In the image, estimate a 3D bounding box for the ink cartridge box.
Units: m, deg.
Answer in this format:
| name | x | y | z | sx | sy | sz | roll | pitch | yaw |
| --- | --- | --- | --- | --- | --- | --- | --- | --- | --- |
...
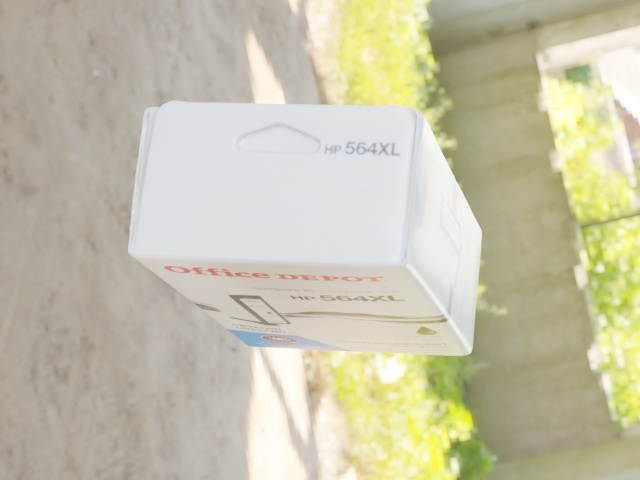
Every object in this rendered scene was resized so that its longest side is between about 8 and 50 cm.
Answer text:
| name | x | y | z | sx | sy | sz | roll | pitch | yaw |
| --- | --- | --- | --- | --- | --- | --- | --- | --- | --- |
| ink cartridge box | 0.000 | 0.000 | 0.786 | 0.203 | 0.148 | 0.086 | 47 | 47 | -67 |
